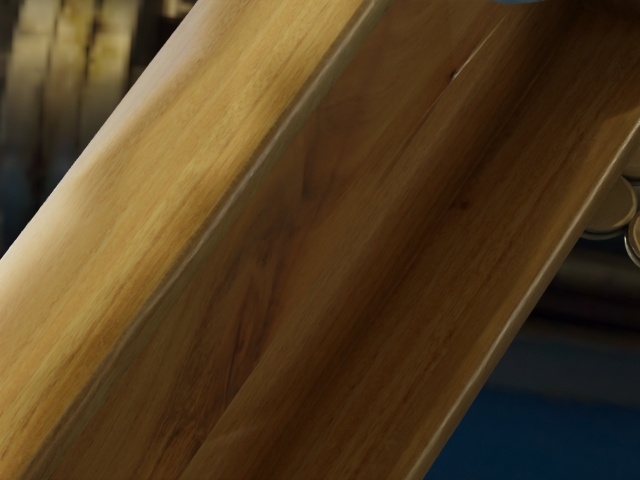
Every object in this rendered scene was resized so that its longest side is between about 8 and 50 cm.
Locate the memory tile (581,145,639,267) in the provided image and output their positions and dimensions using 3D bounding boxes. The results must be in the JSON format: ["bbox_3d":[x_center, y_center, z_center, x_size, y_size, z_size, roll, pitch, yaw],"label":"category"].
[{"bbox_3d":[0.180,-0.035,0.878,0.113,0.012,0.148,28,-124,16],"label":"memory tile"}]

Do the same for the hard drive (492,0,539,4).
[{"bbox_3d":[0.210,-0.183,0.472,0.233,0.353,0.047,-15,-107,-42],"label":"hard drive"}]

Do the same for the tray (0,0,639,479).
[{"bbox_3d":[0.000,0.000,0.736,0.076,0.203,0.411,22,-113,36],"label":"tray"}]
